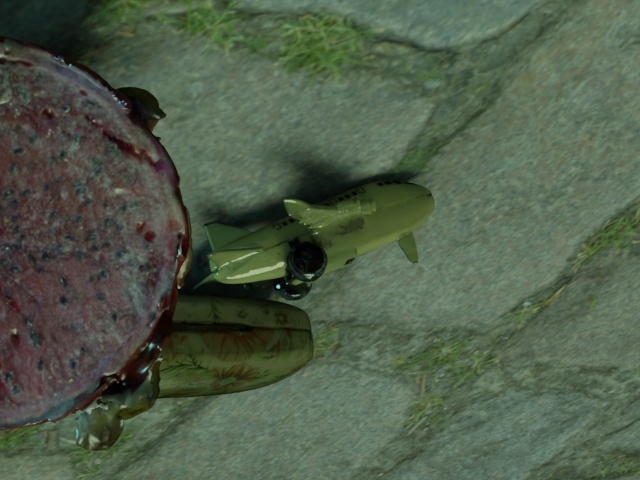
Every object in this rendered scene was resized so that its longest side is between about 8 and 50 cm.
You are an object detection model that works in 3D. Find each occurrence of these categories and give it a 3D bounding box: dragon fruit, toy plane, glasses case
[{"bbox_3d":[-0.246,-0.015,1.203,0.296,0.314,0.263,3,179,-12],"label":"dragon fruit"},{"bbox_3d":[0.000,0.000,1.548,0.244,0.092,0.229,-12,164,-15],"label":"toy plane"},{"bbox_3d":[-0.197,0.101,1.539,0.425,0.098,0.156,3,163,-38],"label":"glasses case"}]
